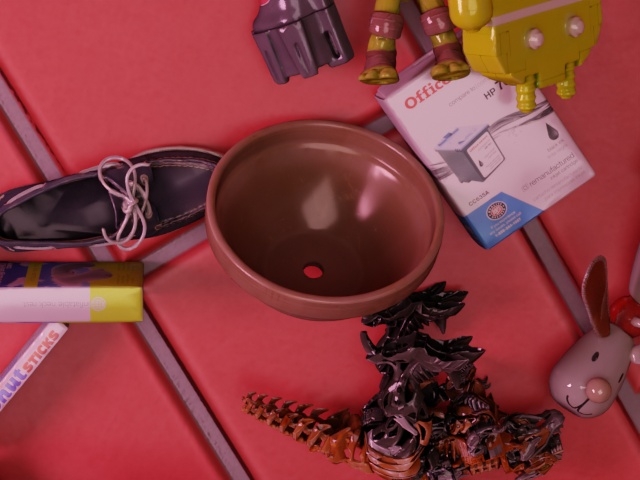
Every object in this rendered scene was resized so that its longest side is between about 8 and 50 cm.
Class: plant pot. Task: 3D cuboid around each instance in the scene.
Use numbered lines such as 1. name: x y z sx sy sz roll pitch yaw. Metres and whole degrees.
1. plant pot: 0.000 0.000 1.863 0.237 0.237 0.110 3 140 -6

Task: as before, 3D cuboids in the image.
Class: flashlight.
1. flashlight: -0.073 -0.305 1.840 0.103 0.103 0.304 -23 106 -6

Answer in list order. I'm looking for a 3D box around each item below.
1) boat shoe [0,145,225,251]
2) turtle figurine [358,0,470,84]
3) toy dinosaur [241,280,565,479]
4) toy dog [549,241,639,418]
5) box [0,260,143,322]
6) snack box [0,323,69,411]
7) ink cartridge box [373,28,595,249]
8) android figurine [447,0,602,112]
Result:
1. boat shoe: -0.210 -0.039 1.876 0.254 0.079 0.095 -7 100 -4
2. turtle figurine: 0.070 -0.263 1.816 0.269 0.087 0.217 -3 87 -15
3. toy dinosaur: 0.094 0.179 1.915 0.322 0.164 0.218 -6 118 -26
4. toy dog: 0.368 0.041 1.900 0.220 0.161 0.334 12 97 -8
5. box: -0.266 0.052 1.871 0.178 0.109 0.042 0 104 -5
6. snack box: -0.318 0.145 1.905 0.022 0.064 0.178 39 94 -11
7. ink cartridge box: 0.166 -0.109 1.899 0.139 0.082 0.191 -36 102 2
8. android figurine: 0.205 -0.262 1.794 0.248 0.056 0.273 -18 109 -41
